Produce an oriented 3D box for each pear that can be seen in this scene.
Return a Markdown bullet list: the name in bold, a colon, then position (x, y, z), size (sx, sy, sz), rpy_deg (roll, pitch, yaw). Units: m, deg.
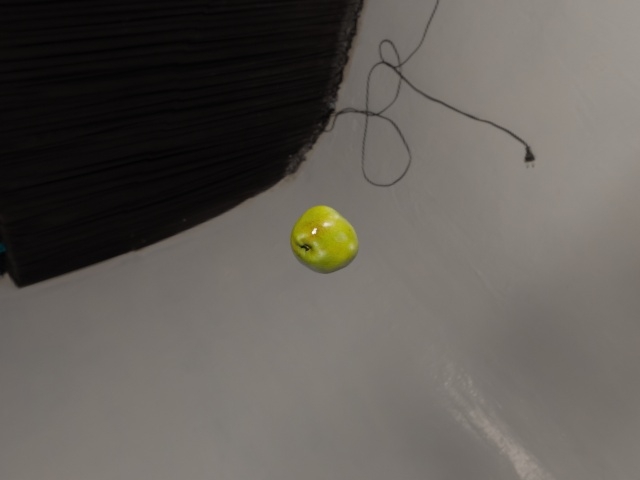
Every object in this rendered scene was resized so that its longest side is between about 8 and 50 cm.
- **pear**: position (0.000, 0.000, 0.660), size (0.092, 0.097, 0.092), rpy_deg (-7, 75, 30)
